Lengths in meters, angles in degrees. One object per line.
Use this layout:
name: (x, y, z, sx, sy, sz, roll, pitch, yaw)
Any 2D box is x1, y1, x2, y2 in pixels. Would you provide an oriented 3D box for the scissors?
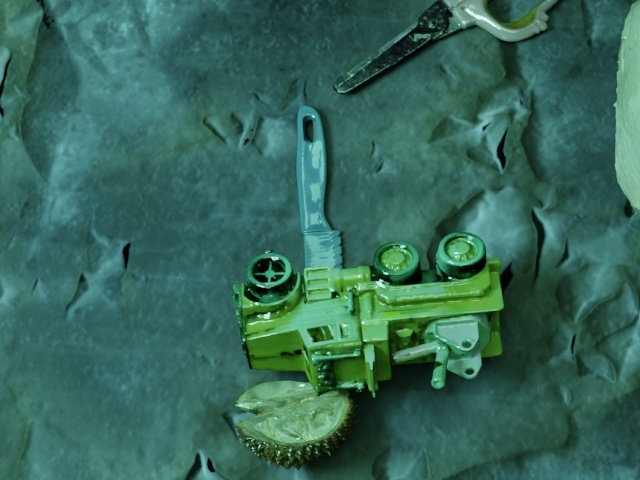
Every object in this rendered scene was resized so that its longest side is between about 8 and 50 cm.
scissors: (0.145, -0.254, 1.404, 0.317, 0.024, 0.160, -34, 72, -5)

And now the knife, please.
knife: (0.000, 0.000, 1.341, 0.044, 0.019, 0.313, -4, 73, 3)

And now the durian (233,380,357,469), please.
durian: (-0.015, 0.180, 1.250, 0.140, 0.071, 0.110, -21, 45, -16)

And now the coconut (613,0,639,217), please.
coconut: (0.442, -0.113, 1.153, 0.346, 0.346, 0.360, 6, 69, 9)

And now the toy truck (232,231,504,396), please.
toy truck: (0.046, 0.086, 1.218, 0.259, 0.128, 0.135, -2, 47, 4)
